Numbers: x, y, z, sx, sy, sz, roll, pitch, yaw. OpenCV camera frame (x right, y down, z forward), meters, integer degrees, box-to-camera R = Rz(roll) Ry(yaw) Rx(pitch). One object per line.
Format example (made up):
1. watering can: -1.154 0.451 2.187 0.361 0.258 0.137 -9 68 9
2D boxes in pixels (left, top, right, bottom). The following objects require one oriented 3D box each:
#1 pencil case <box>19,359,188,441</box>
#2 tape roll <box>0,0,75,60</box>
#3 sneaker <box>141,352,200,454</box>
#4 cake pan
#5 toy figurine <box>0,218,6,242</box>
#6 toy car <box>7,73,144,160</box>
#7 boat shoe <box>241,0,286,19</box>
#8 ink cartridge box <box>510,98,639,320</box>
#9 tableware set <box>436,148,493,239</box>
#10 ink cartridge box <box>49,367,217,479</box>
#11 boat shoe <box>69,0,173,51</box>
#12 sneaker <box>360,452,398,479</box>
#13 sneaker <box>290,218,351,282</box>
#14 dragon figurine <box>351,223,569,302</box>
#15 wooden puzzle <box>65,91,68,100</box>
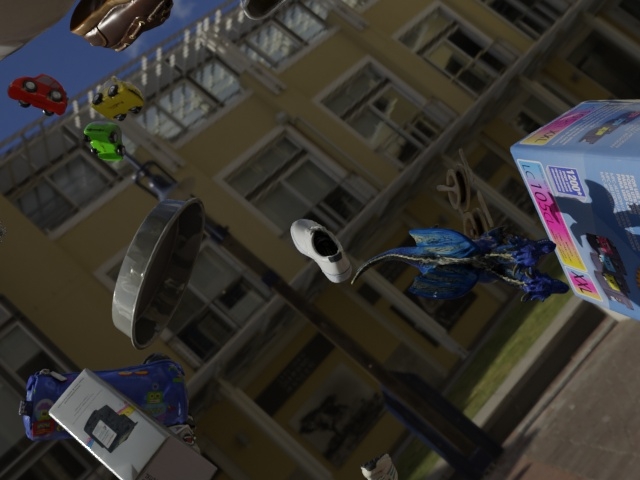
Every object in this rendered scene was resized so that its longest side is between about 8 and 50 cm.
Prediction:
1. pencil case: -0.399 0.293 1.327 0.306 0.119 0.133 -1 -74 -24
2. tape roll: -0.429 -0.359 0.836 0.100 0.286 0.286 -6 27 46
3. sneaker: -0.310 0.399 1.489 0.146 0.330 0.122 -10 -14 30
4. cake pan: -0.293 0.053 1.290 0.293 0.054 0.293 20 -90 -85
5. toy figurine: -0.730 -0.038 1.336 0.213 0.209 0.148 -41 -42 -22
6. toy car: -0.410 -0.223 1.282 0.225 0.239 0.053 82 -167 -63
7. boat shoe: -0.030 -0.464 1.138 0.136 0.156 0.367 5 -17 -37
8. ink cartridge box: 0.436 -0.024 0.837 0.151 0.270 0.395 -34 18 -12
9. tableware set: 0.251 -0.054 1.253 0.039 0.194 0.128 -9 -40 -3
10. ink cartridge box: -0.230 0.249 0.878 0.072 0.175 0.127 -53 -37 -18
11. boat shoe: -0.206 -0.275 0.807 0.207 0.073 0.073 -11 63 46
12. sneaker: 0.124 0.459 1.367 0.057 0.075 0.161 -28 -24 2
13. sneaker: 0.000 0.000 1.786 0.094 0.258 0.091 -27 -50 -17
14. dragon figurine: 0.157 0.025 0.874 0.144 0.289 0.085 -10 -80 -67
15. wooden puzzle: -0.743 -0.391 1.990 0.006 0.049 0.083 -5 9 41
